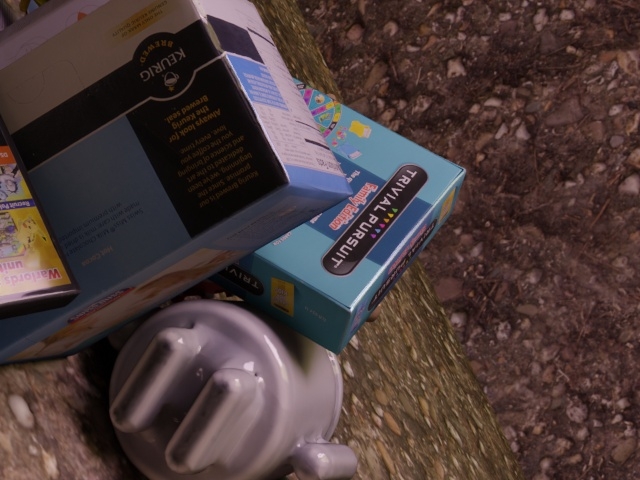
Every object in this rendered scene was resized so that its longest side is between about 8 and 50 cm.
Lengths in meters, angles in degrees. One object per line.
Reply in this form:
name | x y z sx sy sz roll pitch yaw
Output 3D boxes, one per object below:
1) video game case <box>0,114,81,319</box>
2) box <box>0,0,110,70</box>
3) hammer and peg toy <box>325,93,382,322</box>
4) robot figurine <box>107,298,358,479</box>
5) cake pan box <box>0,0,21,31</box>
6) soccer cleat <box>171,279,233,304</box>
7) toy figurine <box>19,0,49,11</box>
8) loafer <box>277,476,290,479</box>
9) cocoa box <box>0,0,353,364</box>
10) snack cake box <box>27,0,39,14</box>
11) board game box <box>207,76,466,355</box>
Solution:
video game case | -0.350 -0.040 1.231 0.275 0.035 0.248 -11 69 -48
box | -0.246 -0.192 1.619 0.130 0.170 0.091 57 14 -20
hammer and peg toy | 0.000 0.000 1.943 0.127 0.361 0.266 17 54 -25
robot figurine | -0.094 0.163 1.648 0.300 0.200 0.353 38 8 16
cake pan box | -0.376 -0.201 1.675 0.246 0.070 0.267 53 14 -36
soccer cleat | -0.184 0.018 1.693 0.248 0.083 0.095 4 78 -39
toy figurine | -0.296 -0.338 1.840 0.362 0.191 0.217 37 -10 33
loafer | -0.023 0.399 1.728 0.267 0.084 0.096 66 -18 8
cocoa box | -0.187 -0.059 1.445 0.228 0.347 0.231 62 13 8
snack cake box | -0.303 -0.261 2.033 0.152 0.089 0.264 43 22 -50
board game box | -0.054 -0.059 1.653 0.336 0.079 0.254 30 49 14
